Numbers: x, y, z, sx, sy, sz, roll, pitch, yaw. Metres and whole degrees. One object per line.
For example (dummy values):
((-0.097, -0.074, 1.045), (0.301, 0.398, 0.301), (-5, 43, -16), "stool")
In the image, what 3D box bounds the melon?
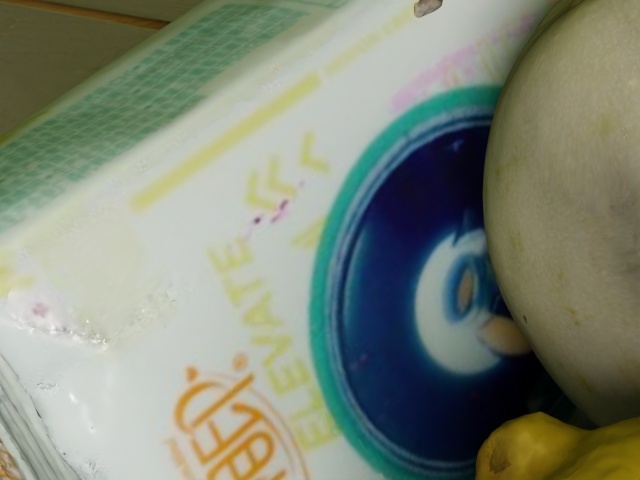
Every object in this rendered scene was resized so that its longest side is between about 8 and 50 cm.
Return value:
((0.205, -0.009, 0.748), (0.271, 0.308, 0.272), (-17, 10, 3), "melon")

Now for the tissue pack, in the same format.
((0.007, 0.015, 0.869), (0.388, 0.287, 0.162), (-37, 26, -26), "tissue pack")

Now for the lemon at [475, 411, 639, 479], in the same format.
((0.139, 0.168, 0.620), (0.184, 0.184, 0.248), (-30, 67, -13), "lemon")
